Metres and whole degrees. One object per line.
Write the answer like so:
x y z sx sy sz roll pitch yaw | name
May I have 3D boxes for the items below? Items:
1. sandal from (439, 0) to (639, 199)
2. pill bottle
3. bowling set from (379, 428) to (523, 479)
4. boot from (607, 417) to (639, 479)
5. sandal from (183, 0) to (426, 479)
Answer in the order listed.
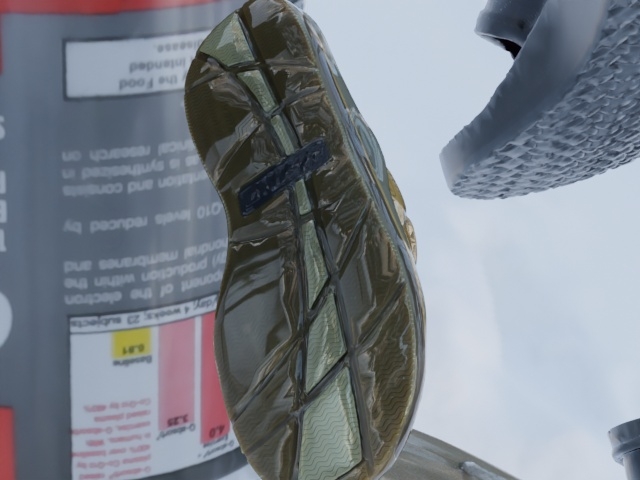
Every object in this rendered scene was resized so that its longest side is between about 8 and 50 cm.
0.167 -0.132 0.941 0.167 0.446 0.107 -11 73 -14 | sandal
-0.113 0.011 0.798 0.210 0.363 0.210 1 20 -1 | pill bottle
0.047 0.241 0.830 0.154 0.287 0.200 15 53 27 | bowling set
0.381 0.294 1.637 0.348 0.131 0.260 37 35 -57 | boot
0.000 0.000 0.590 0.049 0.072 0.180 31 38 -49 | sandal
